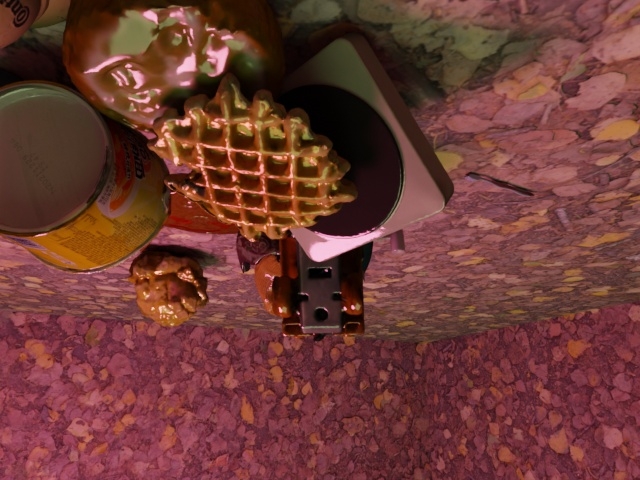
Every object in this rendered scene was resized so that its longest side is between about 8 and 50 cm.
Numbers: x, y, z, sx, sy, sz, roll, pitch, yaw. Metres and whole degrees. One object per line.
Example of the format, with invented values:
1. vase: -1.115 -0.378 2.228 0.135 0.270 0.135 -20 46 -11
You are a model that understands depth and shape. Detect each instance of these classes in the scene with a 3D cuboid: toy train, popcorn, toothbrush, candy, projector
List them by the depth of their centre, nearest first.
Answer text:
1. candy: -0.168 -0.218 0.619 0.259 0.118 0.260 -2 161 -1
2. projector: 0.022 -0.119 0.740 0.257 0.079 0.259 -24 106 39
3. toy train: 0.000 0.000 0.968 0.163 0.369 0.231 -2 -172 5
4. toothbrush: 0.377 -0.113 1.068 0.193 0.013 0.019 10 165 -26
5. popcorn: -0.446 0.134 1.527 0.212 0.259 0.259 -12 163 -9

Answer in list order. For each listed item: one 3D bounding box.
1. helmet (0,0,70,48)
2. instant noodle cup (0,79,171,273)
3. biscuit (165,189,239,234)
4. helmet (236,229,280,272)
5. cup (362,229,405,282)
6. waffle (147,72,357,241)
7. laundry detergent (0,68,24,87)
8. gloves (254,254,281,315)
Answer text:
1. helmet: -0.372 -0.248 0.501 0.204 0.137 0.257 -7 160 21
2. instant noodle cup: -0.368 -0.090 0.730 0.264 0.264 0.200 1 171 -1
3. biscuit: -0.267 -0.068 1.171 0.273 0.049 0.257 3 161 -12
4. helmet: -0.117 -0.011 1.138 0.153 0.107 0.177 -23 178 -41
5. cup: 0.050 0.020 1.221 0.299 0.173 0.167 -3 160 11
6. waffle: -0.092 -0.092 0.673 0.261 0.056 0.250 37 139 -29
7. laundry detergent: -0.505 -0.189 0.793 0.096 0.061 0.206 7 160 -28
8. gloves: -0.084 0.084 1.440 0.203 0.155 0.356 -2 147 -16
